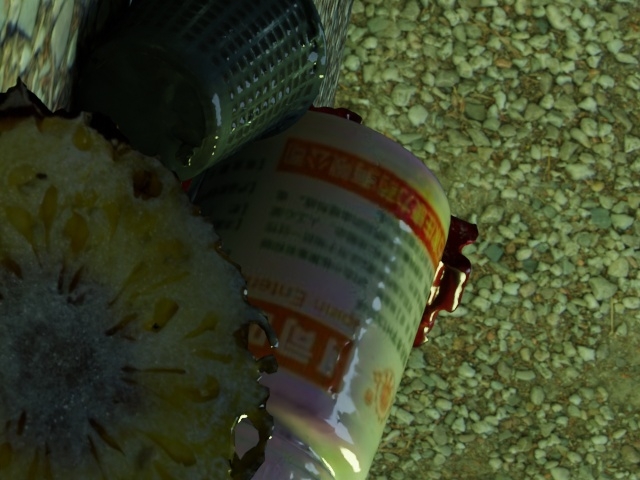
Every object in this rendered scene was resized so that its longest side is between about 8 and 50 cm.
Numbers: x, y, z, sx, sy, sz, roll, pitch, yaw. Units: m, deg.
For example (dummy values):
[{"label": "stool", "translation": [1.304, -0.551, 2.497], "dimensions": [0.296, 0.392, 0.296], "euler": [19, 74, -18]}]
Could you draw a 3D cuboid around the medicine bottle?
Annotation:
[{"label": "medicine bottle", "translation": [-0.045, 0.103, 1.553], "dimensions": [0.219, 0.219, 0.388], "euler": [95, 15, -63]}]

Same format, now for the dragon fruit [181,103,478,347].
[{"label": "dragon fruit", "translation": [0.001, -0.007, 2.049], "dimensions": [0.286, 0.329, 0.228], "euler": [97, 2, -49]}]

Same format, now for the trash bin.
[{"label": "trash bin", "translation": [-0.101, -0.128, 1.452], "dimensions": [0.161, 0.175, 0.175], "euler": [-51, 157, -56]}]

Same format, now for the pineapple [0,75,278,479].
[{"label": "pineapple", "translation": [-0.187, 0.089, 0.937], "dimensions": [0.271, 0.262, 0.263], "euler": [-39, -149, 58]}]

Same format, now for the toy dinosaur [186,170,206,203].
[{"label": "toy dinosaur", "translation": [-0.128, 0.063, 1.690], "dimensions": [0.383, 0.129, 0.331], "euler": [-64, 180, 23]}]
